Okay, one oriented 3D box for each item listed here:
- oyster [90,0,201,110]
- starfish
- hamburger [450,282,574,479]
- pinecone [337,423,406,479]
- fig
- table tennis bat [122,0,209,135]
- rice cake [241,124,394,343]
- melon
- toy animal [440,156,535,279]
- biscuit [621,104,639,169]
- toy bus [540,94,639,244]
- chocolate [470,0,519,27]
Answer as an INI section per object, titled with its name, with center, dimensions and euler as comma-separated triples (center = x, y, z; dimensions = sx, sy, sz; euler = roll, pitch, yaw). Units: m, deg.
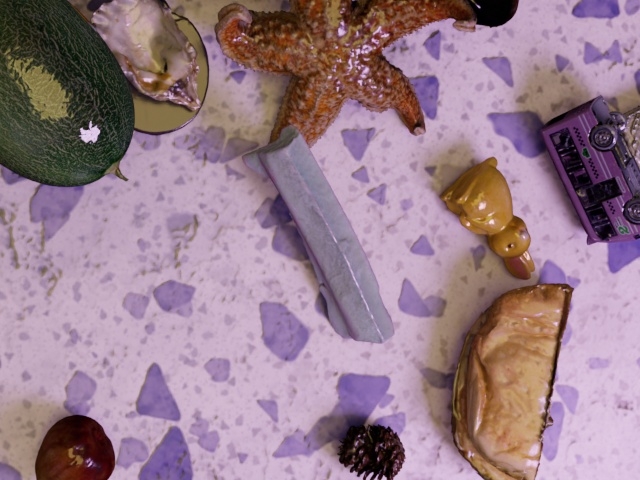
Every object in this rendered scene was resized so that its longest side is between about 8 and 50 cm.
[oyster]
center = -0.194, -0.226, 1.273
dimensions = 0.146, 0.045, 0.121
euler = 15, 94, -7
[starfish]
center = 0.038, -0.216, 1.269
dimensions = 0.303, 0.113, 0.312
euler = -25, 126, 17
[hamburger]
center = 0.231, 0.176, 1.368
dimensions = 0.131, 0.124, 0.262
euler = 12, 85, 6
[pinecone]
center = 0.063, 0.260, 1.352
dimensions = 0.083, 0.077, 0.077
euler = 7, 90, 12
[fig]
center = -0.300, 0.260, 1.276
dimensions = 0.125, 0.089, 0.089
euler = -36, 99, 14
[table tennis bat]
center = -0.200, -0.234, 1.304
dimensions = 0.130, 0.019, 0.220
euler = -8, 95, -13
[rice cake]
center = 0.003, 0.001, 1.314
dimensions = 0.290, 0.081, 0.051
euler = 62, 37, -20
[melon]
center = -0.310, -0.168, 1.199
dimensions = 0.182, 0.182, 0.288
euler = -40, 93, -8
[toy animal]
center = 0.229, -0.020, 1.382
dimensions = 0.083, 0.070, 0.159
euler = -41, 104, -10
[biscuit]
center = 0.482, -0.075, 1.442
dimensions = 0.147, 0.046, 0.250
euler = -23, 96, -11
[toy bus]
center = 0.351, -0.083, 1.387
dimensions = 0.098, 0.087, 0.178
euler = -23, 98, 30
[chocolate]
center = 0.162, -0.434, 1.281
dimensions = 0.210, 0.225, 0.340
euler = -43, 100, -21
